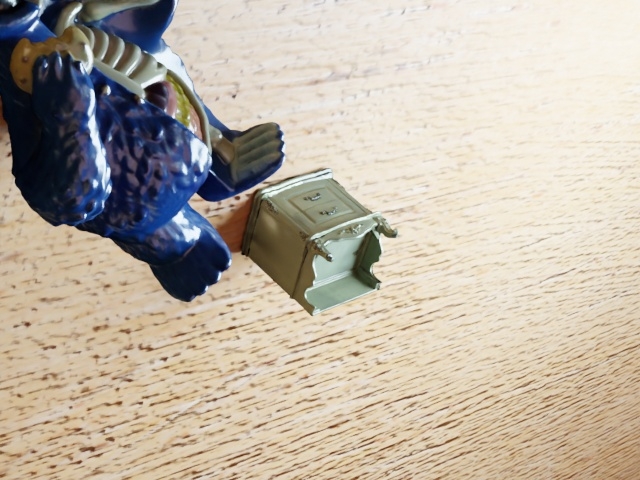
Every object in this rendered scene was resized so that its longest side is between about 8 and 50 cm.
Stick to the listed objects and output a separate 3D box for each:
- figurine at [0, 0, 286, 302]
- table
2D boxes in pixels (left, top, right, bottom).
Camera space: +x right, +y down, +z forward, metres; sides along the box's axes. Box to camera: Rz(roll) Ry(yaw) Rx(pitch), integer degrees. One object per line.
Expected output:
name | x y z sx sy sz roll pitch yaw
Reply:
figurine | -0.132 -0.082 0.909 0.164 0.120 0.262 -60 136 -35
table | 0.000 0.000 1.193 0.079 0.083 0.062 -20 140 -39
